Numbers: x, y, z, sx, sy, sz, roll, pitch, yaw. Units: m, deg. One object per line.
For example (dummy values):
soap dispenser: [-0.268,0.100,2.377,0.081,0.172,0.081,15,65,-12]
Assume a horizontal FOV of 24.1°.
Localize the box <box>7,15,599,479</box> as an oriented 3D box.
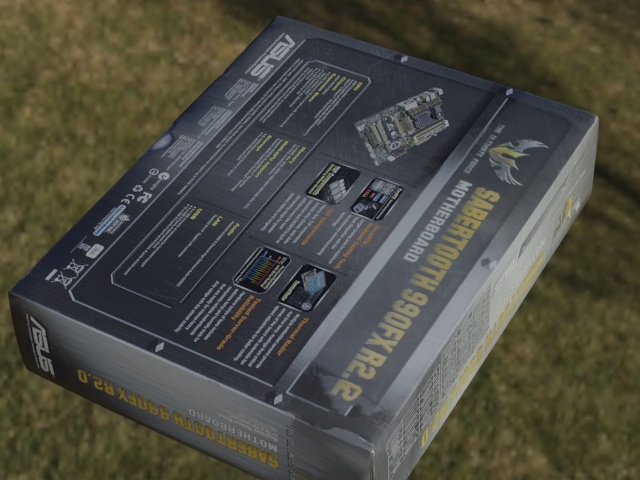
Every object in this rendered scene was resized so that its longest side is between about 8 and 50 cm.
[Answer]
box: [0.000,0.000,0.694,0.183,0.056,0.231,21,50,21]
